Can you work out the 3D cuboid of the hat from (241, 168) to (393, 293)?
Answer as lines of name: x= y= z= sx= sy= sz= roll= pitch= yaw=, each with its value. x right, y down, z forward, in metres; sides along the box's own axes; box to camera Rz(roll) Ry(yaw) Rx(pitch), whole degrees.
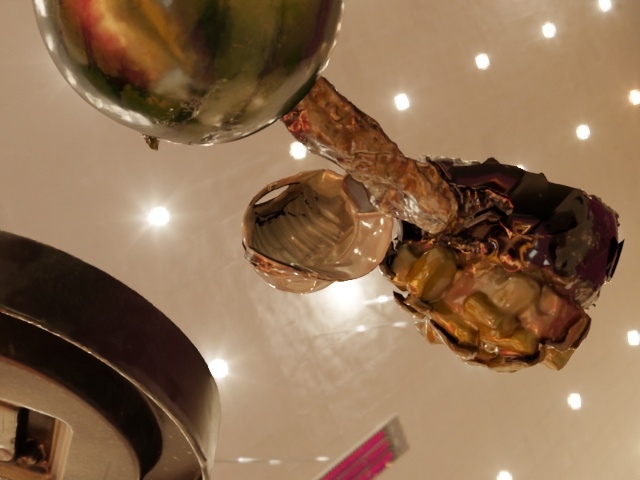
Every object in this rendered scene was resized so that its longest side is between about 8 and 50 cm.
hat: x=0.003 y=-0.001 z=1.415 sx=0.232 sy=0.275 sz=0.161 roll=-43 pitch=-61 yaw=-17

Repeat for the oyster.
oyster: x=0.013 y=-0.116 z=1.072 sx=0.345 sy=0.128 sz=0.078 roll=39 pitch=-106 yaw=-14

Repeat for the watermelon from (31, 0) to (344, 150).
watermelon: x=-0.099 y=-0.193 z=0.738 sx=0.242 sy=0.242 sz=0.242 roll=12 pitch=-108 yaw=-42

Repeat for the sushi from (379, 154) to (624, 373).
sushi: x=0.260 y=0.053 z=1.443 sx=0.329 sy=0.328 sz=0.285 roll=52 pitch=-128 yaw=-77

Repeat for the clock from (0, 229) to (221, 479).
clock: x=-0.270 y=0.136 z=0.827 sx=0.386 sy=0.386 sz=0.076 roll=45 pitch=-140 yaw=-28
